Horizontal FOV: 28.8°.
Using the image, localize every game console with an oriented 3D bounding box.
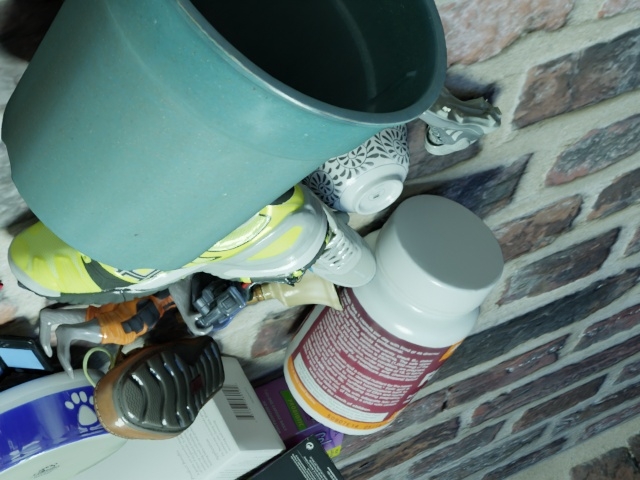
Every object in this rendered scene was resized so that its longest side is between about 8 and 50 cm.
[{"bbox_3d":[-0.432,0.181,1.695,0.107,0.071,0.122,4,153,5],"label":"game console"}]

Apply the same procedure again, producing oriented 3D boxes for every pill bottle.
[{"bbox_3d":[0.114,0.120,1.985,0.224,0.224,0.392,-9,148,-36],"label":"pill bottle"}]

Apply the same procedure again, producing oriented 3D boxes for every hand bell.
[{"bbox_3d":[-0.099,0.082,1.864,0.242,0.126,0.126,-19,154,2],"label":"hand bell"}]

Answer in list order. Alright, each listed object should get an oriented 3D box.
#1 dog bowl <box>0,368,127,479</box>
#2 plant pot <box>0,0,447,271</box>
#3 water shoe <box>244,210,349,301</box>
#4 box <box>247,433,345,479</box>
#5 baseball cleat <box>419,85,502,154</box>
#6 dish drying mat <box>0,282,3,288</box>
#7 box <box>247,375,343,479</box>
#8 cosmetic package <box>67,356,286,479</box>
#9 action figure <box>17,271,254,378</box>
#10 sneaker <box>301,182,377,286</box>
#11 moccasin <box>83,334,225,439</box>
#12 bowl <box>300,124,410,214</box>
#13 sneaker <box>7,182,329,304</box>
[{"bbox_3d":[-0.418,0.290,1.819,0.265,0.104,0.265,-24,165,-7],"label":"dog bowl"},{"bbox_3d":[-0.115,-0.155,1.177,0.341,0.341,0.334,-2,150,-44],"label":"plant pot"},{"bbox_3d":[-0.041,0.024,1.792,0.203,0.080,0.073,-25,176,9],"label":"water shoe"},{"bbox_3d":[-0.070,0.432,2.124,0.184,0.103,0.261,-32,171,-12],"label":"box"},{"bbox_3d":[0.167,-0.159,1.721,0.206,0.072,0.109,8,142,-47],"label":"baseball cleat"},{"bbox_3d":[-0.437,0.079,1.589,0.032,0.008,0.083,4,139,-48],"label":"dish drying mat"},{"bbox_3d":[-0.086,0.359,2.324,0.243,0.117,0.213,-22,153,-17],"label":"box"},{"bbox_3d":[-0.267,0.368,2.064,0.365,0.197,0.155,-38,157,19],"label":"cosmetic package"},{"bbox_3d":[-0.202,0.054,1.609,0.330,0.178,0.341,-27,179,-17],"label":"action figure"},{"bbox_3d":[0.000,0.000,1.699,0.087,0.092,0.229,-48,124,3],"label":"sneaker"},{"bbox_3d":[-0.250,0.205,1.783,0.147,0.139,0.380,-12,-173,9],"label":"moccasin"},{"bbox_3d":[0.064,-0.089,1.728,0.170,0.080,0.170,-25,154,-13],"label":"bowl"},{"bbox_3d":[-0.190,-0.026,1.447,0.385,0.145,0.147,-10,146,11],"label":"sneaker"}]
